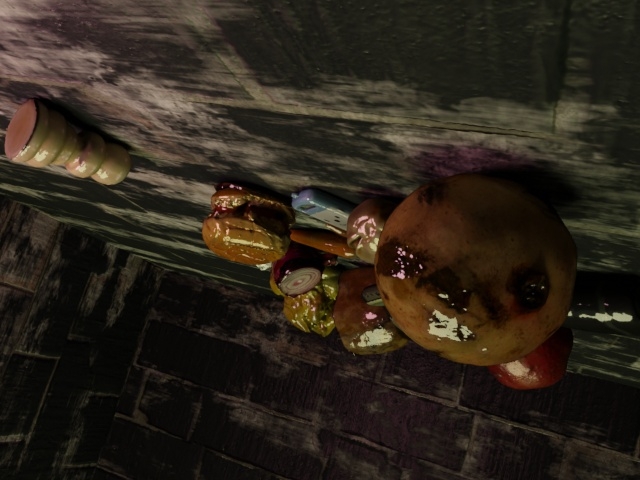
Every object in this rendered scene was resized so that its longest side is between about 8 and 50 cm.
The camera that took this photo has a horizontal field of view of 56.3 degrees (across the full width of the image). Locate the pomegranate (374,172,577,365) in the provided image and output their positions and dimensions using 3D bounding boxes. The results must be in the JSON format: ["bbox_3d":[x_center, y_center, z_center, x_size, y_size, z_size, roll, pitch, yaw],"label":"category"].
[{"bbox_3d":[0.244,0.044,0.950,0.321,0.323,0.322,16,168,3],"label":"pomegranate"}]

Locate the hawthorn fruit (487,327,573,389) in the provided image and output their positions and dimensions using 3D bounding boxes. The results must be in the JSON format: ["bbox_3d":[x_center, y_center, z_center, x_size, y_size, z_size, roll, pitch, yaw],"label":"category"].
[{"bbox_3d":[0.568,0.274,1.709,0.307,0.265,0.265,48,154,-25],"label":"hawthorn fruit"}]

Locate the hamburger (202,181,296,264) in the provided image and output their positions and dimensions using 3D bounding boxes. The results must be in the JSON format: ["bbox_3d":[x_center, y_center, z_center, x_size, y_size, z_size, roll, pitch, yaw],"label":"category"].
[{"bbox_3d":[-0.179,-0.034,1.489,0.244,0.163,0.244,17,167,4],"label":"hamburger"}]

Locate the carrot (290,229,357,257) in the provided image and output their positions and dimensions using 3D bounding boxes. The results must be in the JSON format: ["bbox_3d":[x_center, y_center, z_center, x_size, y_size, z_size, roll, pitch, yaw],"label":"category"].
[{"bbox_3d":[0.000,0.000,1.672,0.271,0.066,0.062,13,124,31],"label":"carrot"}]

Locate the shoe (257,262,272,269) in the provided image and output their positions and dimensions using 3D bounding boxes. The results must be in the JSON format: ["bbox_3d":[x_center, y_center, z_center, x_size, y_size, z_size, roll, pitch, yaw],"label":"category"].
[{"bbox_3d":[-0.192,0.039,1.973,0.264,0.110,0.095,22,168,-35],"label":"shoe"}]

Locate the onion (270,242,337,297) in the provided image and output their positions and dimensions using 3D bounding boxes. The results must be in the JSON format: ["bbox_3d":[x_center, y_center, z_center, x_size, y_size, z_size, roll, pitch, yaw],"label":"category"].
[{"bbox_3d":[-0.052,0.075,1.911,0.218,0.140,0.195,-26,142,1],"label":"onion"}]

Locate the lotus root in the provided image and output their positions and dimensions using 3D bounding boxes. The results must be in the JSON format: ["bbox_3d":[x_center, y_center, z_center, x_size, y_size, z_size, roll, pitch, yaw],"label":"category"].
[{"bbox_3d":[0.220,0.240,1.932,0.316,0.317,0.249,26,157,-38],"label":"lotus root"}]

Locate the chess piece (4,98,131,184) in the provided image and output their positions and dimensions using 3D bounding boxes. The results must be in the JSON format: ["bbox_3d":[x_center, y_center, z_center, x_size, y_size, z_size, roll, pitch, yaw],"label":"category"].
[{"bbox_3d":[-0.545,-0.200,1.335,0.142,0.143,0.260,5,168,43],"label":"chess piece"}]

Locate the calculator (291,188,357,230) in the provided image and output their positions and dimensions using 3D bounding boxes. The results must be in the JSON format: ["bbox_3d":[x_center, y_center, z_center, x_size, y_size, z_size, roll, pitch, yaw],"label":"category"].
[{"bbox_3d":[0.028,-0.067,1.361,0.210,0.039,0.121,22,165,-21],"label":"calculator"}]

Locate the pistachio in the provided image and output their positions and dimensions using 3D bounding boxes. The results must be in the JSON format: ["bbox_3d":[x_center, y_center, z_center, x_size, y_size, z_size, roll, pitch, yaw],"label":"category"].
[{"bbox_3d":[0.126,-0.017,1.245,0.143,0.144,0.215,14,172,13],"label":"pistachio"}]

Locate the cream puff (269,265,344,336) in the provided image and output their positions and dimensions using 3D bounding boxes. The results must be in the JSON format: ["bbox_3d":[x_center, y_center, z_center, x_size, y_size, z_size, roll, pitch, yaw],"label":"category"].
[{"bbox_3d":[-0.043,0.202,2.172,0.290,0.258,0.324,6,165,30],"label":"cream puff"}]

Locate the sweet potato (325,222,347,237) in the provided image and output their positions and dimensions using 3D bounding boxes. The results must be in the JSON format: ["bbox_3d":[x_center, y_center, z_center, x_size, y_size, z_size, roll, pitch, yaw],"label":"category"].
[{"bbox_3d":[0.131,0.000,1.486,0.264,0.058,0.057,21,167,-14],"label":"sweet potato"}]

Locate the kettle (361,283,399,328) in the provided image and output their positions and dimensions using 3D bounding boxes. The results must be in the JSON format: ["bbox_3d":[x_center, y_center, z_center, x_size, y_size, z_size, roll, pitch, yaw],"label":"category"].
[{"bbox_3d":[0.249,0.091,1.279,0.320,0.229,0.324,-4,169,-18],"label":"kettle"}]

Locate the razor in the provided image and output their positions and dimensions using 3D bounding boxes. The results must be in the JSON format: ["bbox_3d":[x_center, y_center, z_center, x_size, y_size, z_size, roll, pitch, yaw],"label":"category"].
[{"bbox_3d":[0.594,0.148,1.393,0.204,0.114,0.348,23,167,-37],"label":"razor"}]
